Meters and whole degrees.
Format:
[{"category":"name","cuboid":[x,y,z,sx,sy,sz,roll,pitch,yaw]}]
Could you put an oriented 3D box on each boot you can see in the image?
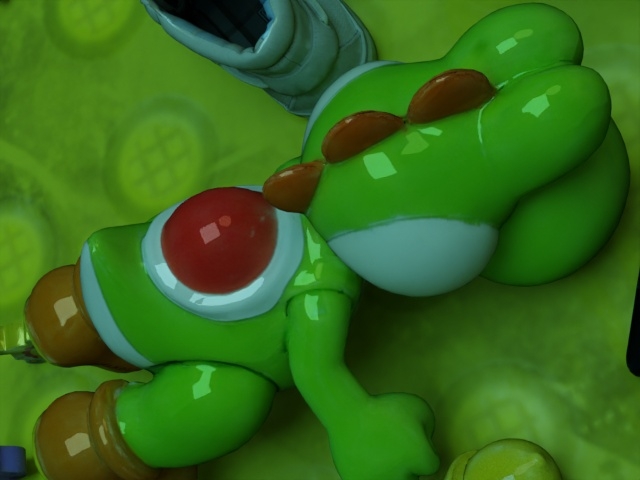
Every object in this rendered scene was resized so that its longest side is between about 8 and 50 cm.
[{"category":"boot","cuboid":[-0.077,-0.176,0.934,0.258,0.123,0.095,43,99,28]}]

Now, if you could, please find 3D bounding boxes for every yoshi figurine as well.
[{"category":"yoshi figurine","cuboid":[0.019,0.014,0.838,0.362,0.203,0.203,-33,99,30]}]

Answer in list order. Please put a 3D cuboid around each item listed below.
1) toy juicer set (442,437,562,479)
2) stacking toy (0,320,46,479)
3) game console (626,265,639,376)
[{"category":"toy juicer set","cuboid":[0.123,0.202,0.776,0.329,0.089,0.209,-8,59,31]},{"category":"stacking toy","cuboid":[-0.237,0.149,0.990,0.221,0.052,0.167,-15,70,26]},{"category":"game console","cuboid":[0.222,0.016,0.801,0.107,0.071,0.122,10,83,-1]}]
